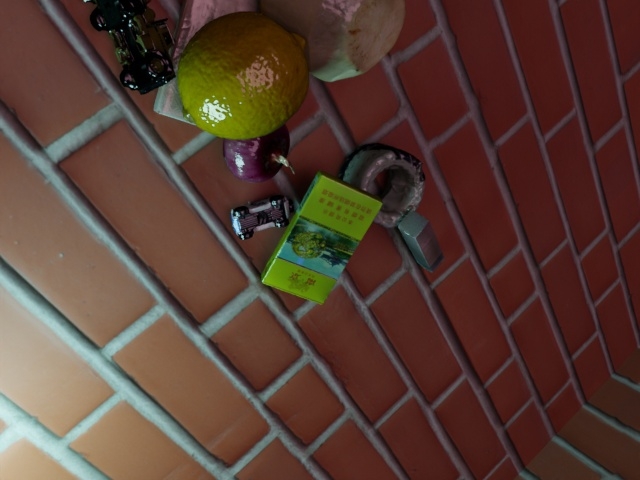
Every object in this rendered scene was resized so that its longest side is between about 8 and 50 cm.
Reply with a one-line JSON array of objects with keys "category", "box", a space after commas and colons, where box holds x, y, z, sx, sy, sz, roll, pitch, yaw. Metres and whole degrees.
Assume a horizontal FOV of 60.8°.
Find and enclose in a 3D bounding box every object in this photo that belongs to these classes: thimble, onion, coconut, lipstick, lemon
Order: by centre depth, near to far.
[{"category": "lemon", "box": [-0.157, -0.333, 1.117, 0.268, 0.267, 0.267, -10, 111, -27]}, {"category": "coconut", "box": [0.016, -0.522, 1.217, 0.323, 0.323, 0.322, -10, 111, -27]}, {"category": "onion", "box": [-0.149, -0.222, 1.297, 0.177, 0.153, 0.177, -12, 112, -32]}, {"category": "thimble", "box": [0.170, -0.147, 1.511, 0.238, 0.150, 0.237, -11, 114, -26]}, {"category": "lipstick", "box": [0.301, 0.009, 1.603, 0.068, 0.066, 0.317, -50, 152, -3]}]

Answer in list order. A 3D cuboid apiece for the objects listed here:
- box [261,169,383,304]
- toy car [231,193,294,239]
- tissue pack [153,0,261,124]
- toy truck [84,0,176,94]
[{"category": "box", "box": [0.000, 0.000, 1.420, 0.187, 0.047, 0.334, 22, 111, -20]}, {"category": "toy car", "box": [-0.148, -0.067, 1.403, 0.171, 0.070, 0.080, -20, 116, -21]}, {"category": "tissue pack", "box": [-0.249, -0.420, 1.225, 0.170, 0.071, 0.325, 14, 99, -31]}, {"category": "toy truck", "box": [-0.374, -0.436, 1.109, 0.127, 0.127, 0.256, -34, 111, -45]}]
